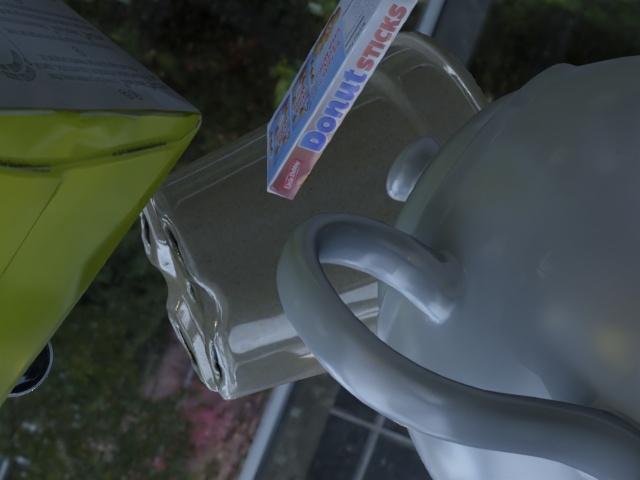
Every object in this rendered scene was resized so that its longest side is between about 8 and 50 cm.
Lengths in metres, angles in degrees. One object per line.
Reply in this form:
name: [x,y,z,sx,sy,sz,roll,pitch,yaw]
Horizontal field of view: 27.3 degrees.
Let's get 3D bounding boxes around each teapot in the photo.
teapot: [0.107,0.015,0.573,0.187,0.252,0.256,34,162,15]

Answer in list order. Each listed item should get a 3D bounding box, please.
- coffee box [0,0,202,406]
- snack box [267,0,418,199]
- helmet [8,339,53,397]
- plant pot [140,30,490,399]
coffee box: [-0.310,-0.014,0.529,0.334,0.338,0.338,38,-169,7]
snack box: [0.010,-0.107,0.817,0.022,0.178,0.064,16,-136,-19]
helmet: [-0.311,0.059,1.220,0.169,0.162,0.169,-2,-178,0]
plant pot: [0.000,0.000,1.294,0.305,0.334,0.334,-21,-168,-17]
